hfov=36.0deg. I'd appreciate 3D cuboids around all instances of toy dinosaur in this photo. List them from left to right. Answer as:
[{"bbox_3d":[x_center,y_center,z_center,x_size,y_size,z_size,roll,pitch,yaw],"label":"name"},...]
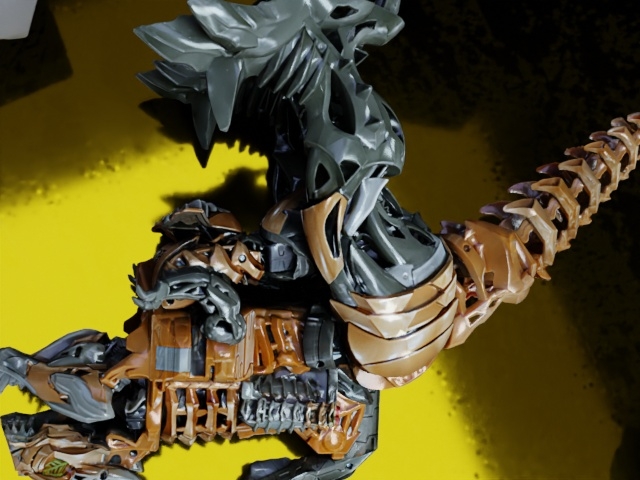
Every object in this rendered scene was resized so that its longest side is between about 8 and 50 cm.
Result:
[{"bbox_3d":[0.000,0.000,0.469,0.321,0.164,0.219,-22,95,-31],"label":"toy dinosaur"}]

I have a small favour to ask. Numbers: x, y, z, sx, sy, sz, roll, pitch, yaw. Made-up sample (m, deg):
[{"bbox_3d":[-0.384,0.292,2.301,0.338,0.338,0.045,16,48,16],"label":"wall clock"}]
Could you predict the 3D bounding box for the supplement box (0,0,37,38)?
[{"bbox_3d":[-0.238,-0.211,0.484,0.130,0.073,0.240,-16,79,-28],"label":"supplement box"}]
